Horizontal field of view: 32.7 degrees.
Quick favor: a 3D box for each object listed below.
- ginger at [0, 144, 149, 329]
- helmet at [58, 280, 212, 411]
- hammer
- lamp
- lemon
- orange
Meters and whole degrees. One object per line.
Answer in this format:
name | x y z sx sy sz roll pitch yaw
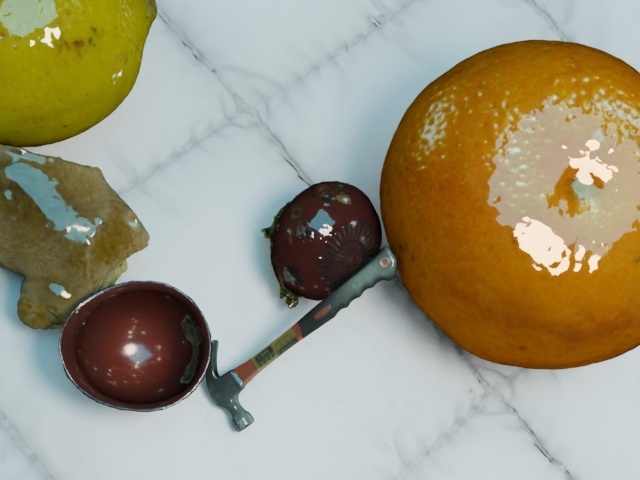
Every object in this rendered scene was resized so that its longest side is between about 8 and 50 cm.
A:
ginger | -0.345 -0.005 1.310 0.275 0.130 0.221 2 90 -4
helmet | -0.224 0.133 1.301 0.175 0.106 0.155 -7 78 -18
hammer | -0.021 0.108 1.343 0.287 0.033 0.111 -37 84 4
lamp | 0.000 -0.004 1.409 0.157 0.156 0.135 -16 32 -31
lemon | -0.349 -0.243 1.324 0.310 0.258 0.258 -19 76 -13
orange | 0.281 -0.043 1.400 0.424 0.326 0.424 0 83 -3
